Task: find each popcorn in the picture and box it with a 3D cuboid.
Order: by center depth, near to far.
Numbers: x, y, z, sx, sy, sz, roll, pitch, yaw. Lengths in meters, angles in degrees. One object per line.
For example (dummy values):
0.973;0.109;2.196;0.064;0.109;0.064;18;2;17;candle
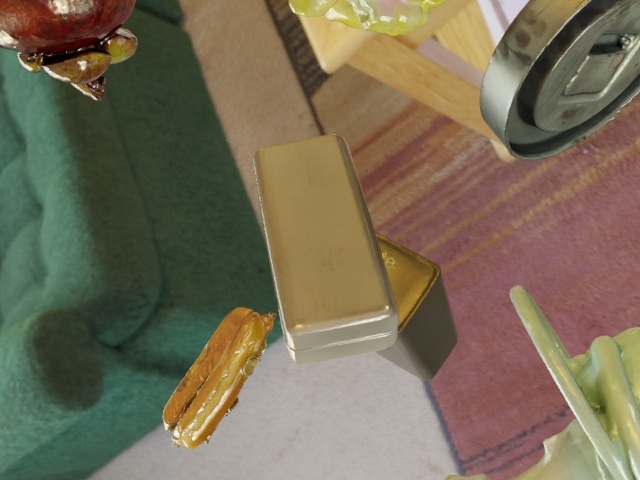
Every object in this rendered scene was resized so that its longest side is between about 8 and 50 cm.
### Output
0.032;-0.213;0.609;0.126;0.145;0.126;-64;5;-8;popcorn

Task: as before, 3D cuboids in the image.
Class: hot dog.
-0.163;0.220;1.393;0.270;0.072;0.109;-54;37;-2;hot dog

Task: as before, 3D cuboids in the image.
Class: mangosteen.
-0.312;-0.289;1.037;0.215;0.258;0.215;-15;35;11;mangosteen

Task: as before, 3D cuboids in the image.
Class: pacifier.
0.218;0.218;0.752;0.269;0.288;0.343;-35;102;11;pacifier

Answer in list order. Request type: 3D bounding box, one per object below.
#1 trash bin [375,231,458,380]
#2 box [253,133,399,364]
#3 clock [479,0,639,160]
0.101;0.095;1.236;0.165;0.225;0.115;28;75;30;trash bin
0.000;0.000;0.821;0.103;0.055;0.244;-11;48;-3;box
0.345;-0.241;1.118;0.319;0.318;0.066;-50;60;20;clock
